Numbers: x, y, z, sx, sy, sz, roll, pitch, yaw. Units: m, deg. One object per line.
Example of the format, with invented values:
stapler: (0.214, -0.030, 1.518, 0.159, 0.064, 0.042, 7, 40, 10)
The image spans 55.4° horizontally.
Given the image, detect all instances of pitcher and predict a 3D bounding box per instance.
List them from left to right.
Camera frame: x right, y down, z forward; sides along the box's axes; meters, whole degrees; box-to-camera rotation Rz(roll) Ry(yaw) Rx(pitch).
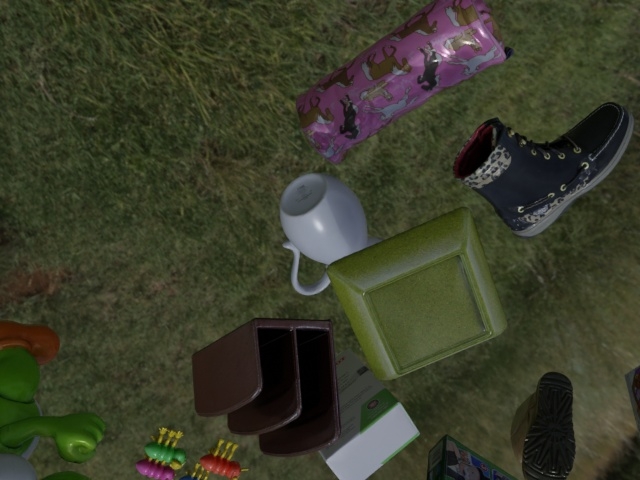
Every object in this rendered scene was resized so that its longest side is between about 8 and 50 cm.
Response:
pitcher: (0.000, 0.000, 0.988, 0.177, 0.126, 0.207, -35, 136, 5)

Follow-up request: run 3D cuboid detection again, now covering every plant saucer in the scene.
plant saucer: (0.127, 0.080, 0.744, 0.188, 0.045, 0.189, -23, 113, 3)

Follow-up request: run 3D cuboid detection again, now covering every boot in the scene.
boot: (0.440, 0.410, 1.235, 0.270, 0.089, 0.236, 83, 28, -59)
boot: (0.315, -0.129, 0.863, 0.178, 0.085, 0.236, 30, 108, -31)

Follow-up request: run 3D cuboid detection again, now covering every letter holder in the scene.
letter holder: (-0.108, 0.280, 1.094, 0.151, 0.215, 0.302, 6, 157, -30)

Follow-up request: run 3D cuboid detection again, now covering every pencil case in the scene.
pencil case: (0.134, -0.288, 1.085, 0.386, 0.160, 0.167, -29, 136, 24)

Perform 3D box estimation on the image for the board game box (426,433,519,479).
board game box: (0.214, 0.397, 0.697, 0.046, 0.213, 0.317, -55, -178, 27)

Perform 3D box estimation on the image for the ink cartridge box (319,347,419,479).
ink cartridge box: (0.065, 0.397, 1.393, 0.198, 0.273, 0.115, -37, 115, -8)

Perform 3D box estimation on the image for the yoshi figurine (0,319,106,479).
yoshi figurine: (-0.374, 0.279, 0.778, 0.202, 0.362, 0.204, -14, 128, -20)

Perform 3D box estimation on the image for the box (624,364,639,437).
box: (0.775, 0.393, 1.324, 0.057, 0.294, 0.201, 9, 144, -6)

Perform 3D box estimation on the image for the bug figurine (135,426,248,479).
bug figurine: (-0.284, 0.490, 1.309, 0.216, 0.072, 0.279, 23, 140, -11)
